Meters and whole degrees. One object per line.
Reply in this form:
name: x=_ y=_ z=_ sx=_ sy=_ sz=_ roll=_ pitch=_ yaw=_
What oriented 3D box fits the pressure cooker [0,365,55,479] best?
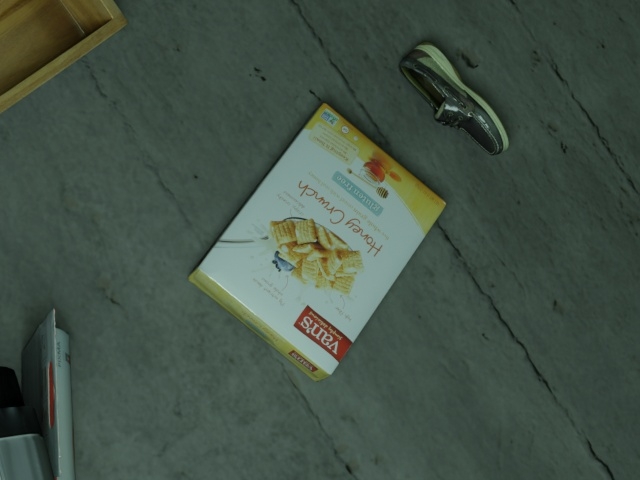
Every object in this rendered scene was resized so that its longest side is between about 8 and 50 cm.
pressure cooker: x=-0.361 y=0.257 z=1.091 sx=0.376 sy=0.370 sz=0.420 roll=-11 pitch=82 yaw=-29

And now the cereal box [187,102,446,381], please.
cereal box: x=0.000 y=0.000 z=1.508 sx=0.173 sy=0.047 sz=0.240 roll=39 pitch=63 yaw=-8

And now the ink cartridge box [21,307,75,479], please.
ink cartridge box: x=-0.228 y=0.146 z=1.288 sx=0.045 sy=0.179 sz=0.145 roll=2 pitch=73 yaw=-22

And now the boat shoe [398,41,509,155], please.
boat shoe: x=0.144 y=-0.148 z=1.617 sx=0.049 sy=0.056 sz=0.152 roll=-38 pitch=81 yaw=-23

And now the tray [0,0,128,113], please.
tray: x=-0.383 y=-0.171 z=1.320 sx=0.411 sy=0.076 sz=0.202 roll=-43 pitch=104 yaw=-36
